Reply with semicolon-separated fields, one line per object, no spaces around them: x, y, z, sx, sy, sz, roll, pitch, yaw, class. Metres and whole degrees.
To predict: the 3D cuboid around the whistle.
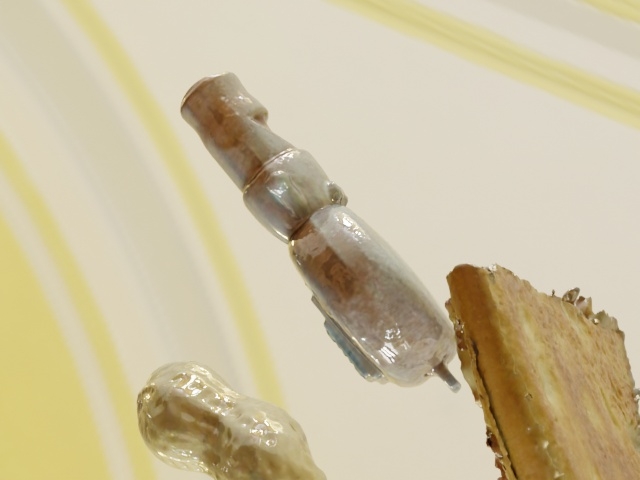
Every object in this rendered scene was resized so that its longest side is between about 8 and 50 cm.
0.000;0.000;1.052;0.057;0.107;0.220;-39;-105;2;whistle

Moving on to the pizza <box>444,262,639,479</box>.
0.116;0.092;0.952;0.053;0.193;0.201;-23;-87;22;pizza

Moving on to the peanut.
-0.065;0.139;1.379;0.187;0.082;0.082;26;-85;39;peanut
